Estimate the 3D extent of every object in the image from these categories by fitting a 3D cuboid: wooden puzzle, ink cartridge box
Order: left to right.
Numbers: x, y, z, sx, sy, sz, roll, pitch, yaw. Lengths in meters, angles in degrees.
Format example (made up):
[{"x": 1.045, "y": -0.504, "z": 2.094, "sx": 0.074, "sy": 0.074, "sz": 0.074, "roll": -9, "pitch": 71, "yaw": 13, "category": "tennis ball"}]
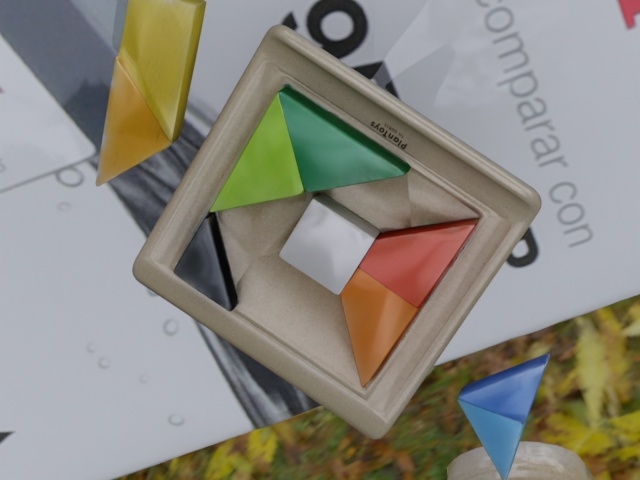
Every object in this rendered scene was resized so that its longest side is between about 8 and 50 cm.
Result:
[{"x": -0.088, "y": -0.090, "z": 0.484, "sx": 0.395, "sy": 0.166, "sz": 0.285, "roll": -20, "pitch": 121, "yaw": 8, "category": "ink cartridge box"}, {"x": 0.000, "y": 0.000, "z": 0.382, "sx": 0.116, "sy": 0.014, "sz": 0.079, "roll": 27, "pitch": 117, "yaw": 6, "category": "wooden puzzle"}]

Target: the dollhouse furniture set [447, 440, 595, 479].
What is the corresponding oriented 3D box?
[{"x": 0.067, "y": 0.260, "z": 0.777, "sx": 0.394, "sy": 0.256, "sz": 0.362, "roll": -11, "pitch": 57, "yaw": 19, "category": "dollhouse furniture set"}]
